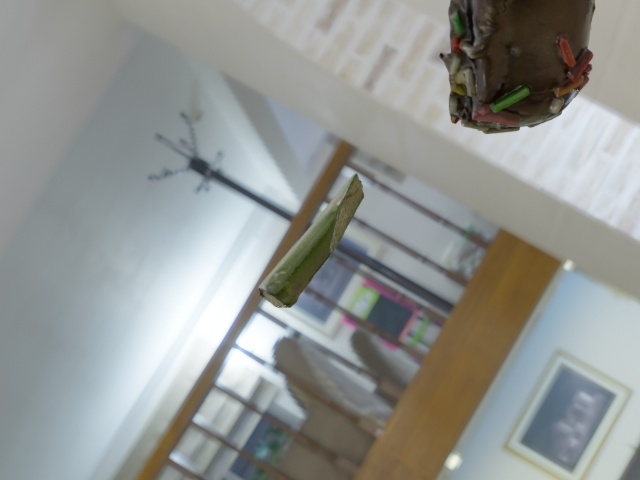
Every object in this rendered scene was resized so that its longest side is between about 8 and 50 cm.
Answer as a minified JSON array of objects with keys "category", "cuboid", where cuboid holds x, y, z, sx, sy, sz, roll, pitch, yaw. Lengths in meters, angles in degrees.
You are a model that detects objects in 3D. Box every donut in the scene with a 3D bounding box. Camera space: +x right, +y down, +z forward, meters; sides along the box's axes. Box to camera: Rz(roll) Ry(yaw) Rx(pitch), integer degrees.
[{"category":"donut","cuboid":[0.136,-0.199,0.850,0.270,0.103,0.269,2,-90,-83]}]

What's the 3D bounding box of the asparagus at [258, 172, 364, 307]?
[{"category":"asparagus","cuboid":[0.000,0.000,1.363,0.178,0.041,0.045,-51,4,-21]}]
